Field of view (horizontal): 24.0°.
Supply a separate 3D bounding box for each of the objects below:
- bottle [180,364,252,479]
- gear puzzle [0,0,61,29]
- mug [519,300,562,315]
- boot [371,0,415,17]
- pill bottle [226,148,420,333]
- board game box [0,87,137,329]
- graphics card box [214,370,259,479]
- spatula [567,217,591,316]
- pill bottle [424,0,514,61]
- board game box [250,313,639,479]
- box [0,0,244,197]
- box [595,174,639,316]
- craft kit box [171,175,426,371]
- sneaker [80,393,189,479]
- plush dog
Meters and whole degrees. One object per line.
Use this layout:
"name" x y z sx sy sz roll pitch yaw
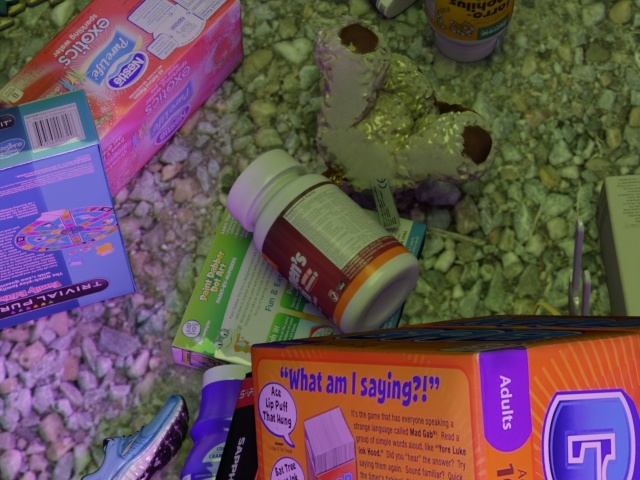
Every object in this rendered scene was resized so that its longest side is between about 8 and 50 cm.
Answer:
"bottle" -0.096 0.278 1.670 0.118 0.092 0.283 1 60 -6
"gear puzzle" -0.365 -0.421 2.090 0.339 0.044 0.175 -29 65 -15
"mug" 0.257 0.112 1.777 0.064 0.062 0.078 41 99 30
"boot" 0.134 -0.388 2.051 0.190 0.069 0.086 -35 69 -15
"pill bottle" 0.000 0.000 1.749 0.121 0.121 0.221 -40 68 -19
"board game box" -0.357 -0.016 1.698 0.253 0.336 0.079 -15 62 -8
"graphics card box" -0.016 0.343 1.552 0.232 0.094 0.371 29 65 -27
"spatula" 0.298 0.092 1.685 0.019 0.242 0.168 -5 61 4
"pill bottle" 0.193 -0.325 1.937 0.117 0.208 0.118 0 60 0
"board game box" 0.184 0.258 1.396 0.356 0.356 0.356 -4 90 -32
"box" -0.246 -0.207 1.913 0.154 0.142 0.300 33 66 17
"box" 0.402 0.059 1.787 0.113 0.094 0.275 -2 61 0
"craft kit box" -0.022 0.064 1.813 0.246 0.061 0.250 17 62 7
"sneaker" -0.213 0.234 1.715 0.073 0.063 0.162 31 65 20
"plush dog" 0.080 -0.154 1.868 0.262 0.210 0.225 39 31 -5
